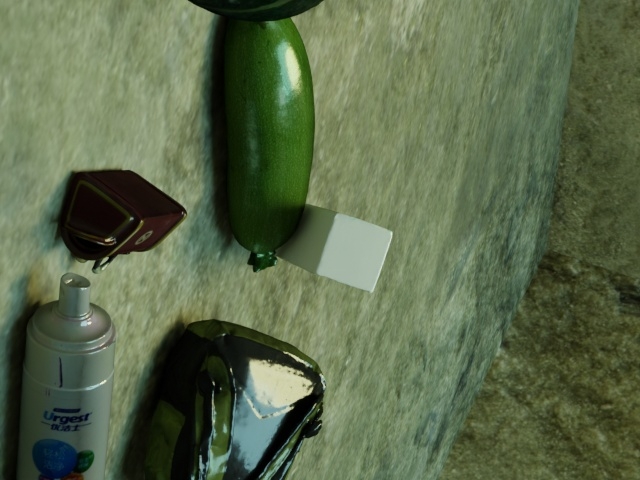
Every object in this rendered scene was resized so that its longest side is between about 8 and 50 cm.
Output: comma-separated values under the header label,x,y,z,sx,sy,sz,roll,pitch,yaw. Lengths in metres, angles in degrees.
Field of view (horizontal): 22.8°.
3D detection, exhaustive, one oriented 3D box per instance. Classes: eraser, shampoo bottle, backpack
label,x,y,z,sx,sy,sz,roll,pitch,yaw
eraser,0.000,0.001,1.970,0.298,0.076,0.078,-162,-90,-74
shampoo bottle,-0.251,0.167,1.573,0.092,0.092,0.303,-46,152,-55
backpack,-0.109,0.233,1.934,0.207,0.140,0.253,22,85,-32

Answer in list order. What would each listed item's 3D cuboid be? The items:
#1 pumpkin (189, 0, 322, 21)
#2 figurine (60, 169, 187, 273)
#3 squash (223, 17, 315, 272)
label,x,y,z,sx,sy,sz,roll,pitch,yaw
pumpkin,-0.059,-0.348,1.434,0.300,0.207,0.300,5,90,-68
figurine,-0.211,-0.012,1.563,0.098,0.082,0.154,-55,168,16
squash,-0.061,-0.114,1.853,0.395,0.107,0.107,93,22,-44
